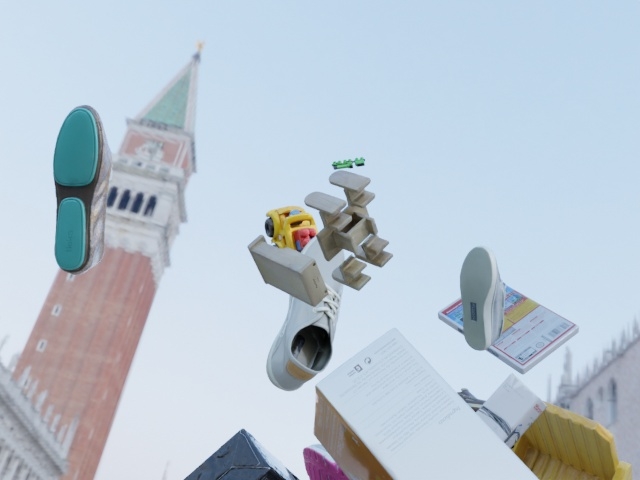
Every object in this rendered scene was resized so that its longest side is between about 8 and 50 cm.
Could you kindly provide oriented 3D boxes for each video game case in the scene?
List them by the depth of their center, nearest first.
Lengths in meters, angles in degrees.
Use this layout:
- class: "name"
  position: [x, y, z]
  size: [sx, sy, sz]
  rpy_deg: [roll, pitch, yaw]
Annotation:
- class: "video game case"
  position: [0.466, 0.205, 1.793]
  size: [0.285, 0.204, 0.025]
  rpy_deg: [34, -35, 45]

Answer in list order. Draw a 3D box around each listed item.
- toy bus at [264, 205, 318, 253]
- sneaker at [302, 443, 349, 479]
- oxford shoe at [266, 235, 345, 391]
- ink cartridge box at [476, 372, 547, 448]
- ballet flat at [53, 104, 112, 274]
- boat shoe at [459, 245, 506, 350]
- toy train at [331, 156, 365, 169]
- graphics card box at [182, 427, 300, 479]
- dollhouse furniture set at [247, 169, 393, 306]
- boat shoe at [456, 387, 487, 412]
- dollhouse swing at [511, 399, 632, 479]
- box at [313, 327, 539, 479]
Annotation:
- class: "toy bus"
  position: [-0.072, -0.020, 2.230]
  size: [0.150, 0.220, 0.211]
  rpy_deg: [-10, -12, -21]
- class: "sneaker"
  position: [0.069, 0.458, 1.430]
  size: [0.252, 0.102, 0.111]
  rpy_deg: [2, 12, 45]
- class: "oxford shoe"
  position: [-0.008, 0.171, 1.817]
  size: [0.169, 0.449, 0.130]
  rpy_deg: [35, -36, -22]
- class: "ink cartridge box"
  position: [0.380, 0.385, 1.508]
  size: [0.082, 0.190, 0.139]
  rpy_deg: [43, 2, 31]
- class: "ballet flat"
  position: [-0.446, -0.095, 1.353]
  size: [0.108, 0.315, 0.106]
  rpy_deg: [10, 4, 14]
- class: "boat shoe"
  position: [0.340, 0.113, 1.468]
  size: [0.079, 0.081, 0.227]
  rpy_deg: [17, -63, 46]
- class: "toy train"
  position: [0.068, -0.185, 1.728]
  size: [0.083, 0.023, 0.017]
  rpy_deg: [-9, -39, 7]
- class: "graphics card box"
  position: [-0.100, 0.461, 1.076]
  size: [0.094, 0.233, 0.371]
  rpy_deg: [43, -9, 45]
- class: "dollhouse furniture set"
  position: [0.000, 0.000, 1.473]
  size: [0.161, 0.242, 0.212]
  rpy_deg: [22, -35, 42]
- class: "boat shoe"
  position: [0.446, 0.498, 2.205]
  size: [0.258, 0.095, 0.095]
  rpy_deg: [-2, -39, 30]
- class: "dollhouse swing"
  position: [0.681, 0.677, 2.086]
  size: [0.347, 0.315, 0.305]
  rpy_deg: [18, -18, 41]
- class: "box"
  position: [0.157, 0.346, 1.111]
  size: [0.345, 0.168, 0.215]
  rpy_deg: [46, -25, 26]
